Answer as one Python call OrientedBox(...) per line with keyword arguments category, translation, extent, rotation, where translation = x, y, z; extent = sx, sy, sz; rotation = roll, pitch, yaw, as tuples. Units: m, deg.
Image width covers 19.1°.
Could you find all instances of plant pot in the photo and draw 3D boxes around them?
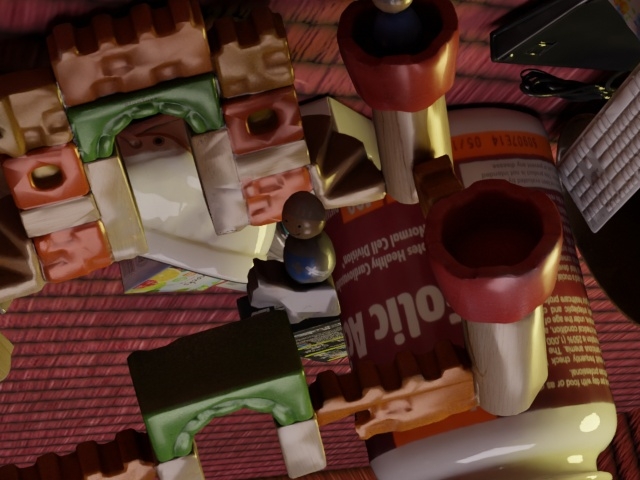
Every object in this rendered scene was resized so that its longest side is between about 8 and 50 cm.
OrientedBox(category="plant pot", translation=(0.369, -0.055, 1.742), extent=(0.230, 0.215, 0.215), rotation=(-23, 170, -18))

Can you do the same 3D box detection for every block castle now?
OrientedBox(category="block castle", translation=(-0.091, -0.001, 1.259), extent=(0.453, 0.303, 0.213), rotation=(-16, 136, -4))

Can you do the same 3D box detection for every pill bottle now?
OrientedBox(category="pill bottle", translation=(0.135, 0.099, 1.697), extent=(0.224, 0.392, 0.224), rotation=(-12, 166, -3))

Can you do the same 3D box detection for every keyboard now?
OrientedBox(category="keyboard", translation=(0.263, -0.158, 1.542), extent=(0.317, 0.033, 0.201), rotation=(0, 159, -38))
OrientedBox(category="keyboard", translation=(0.255, -0.078, 1.623), extent=(0.014, 0.072, 0.256), rotation=(-32, 170, -19))

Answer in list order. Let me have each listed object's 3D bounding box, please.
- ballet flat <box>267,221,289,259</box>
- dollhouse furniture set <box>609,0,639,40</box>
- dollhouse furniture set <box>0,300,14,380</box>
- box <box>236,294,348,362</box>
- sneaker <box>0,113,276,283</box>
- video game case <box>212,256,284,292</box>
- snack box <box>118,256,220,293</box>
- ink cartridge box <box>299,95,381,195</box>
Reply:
OrientedBox(category="ballet flat", translation=(0.000, 0.000, 1.847), extent=(0.086, 0.086, 0.248), rotation=(-21, 155, 32))
OrientedBox(category="dollhouse furniture set", translation=(0.232, -0.159, 0.869), extent=(0.256, 0.362, 0.394), rotation=(-5, 137, -30))
OrientedBox(category="dollhouse furniture set", translation=(-0.367, 0.137, 1.853), extent=(0.182, 0.161, 0.101), rotation=(-21, 121, 36))
OrientedBox(category="box", translation=(0.073, 0.067, 2.116), extent=(0.270, 0.060, 0.216), rotation=(-17, 166, 22))
OrientedBox(category="sneaker", translation=(-0.168, -0.058, 1.489), extent=(0.290, 0.123, 0.106), rotation=(14, -172, -23))
OrientedBox(category="video game case", translation=(0.029, 0.025, 2.086), extent=(0.204, 0.025, 0.285), rotation=(-19, 164, 25))
OrientedBox(category="snack box", translation=(-0.120, 0.015, 1.889), extent=(0.100, 0.037, 0.141), rotation=(-2, 163, -40))
OrientedBox(category="ink cartridge box", translation=(-0.032, -0.062, 1.602), extent=(0.150, 0.063, 0.109), rotation=(-18, 166, 19))
